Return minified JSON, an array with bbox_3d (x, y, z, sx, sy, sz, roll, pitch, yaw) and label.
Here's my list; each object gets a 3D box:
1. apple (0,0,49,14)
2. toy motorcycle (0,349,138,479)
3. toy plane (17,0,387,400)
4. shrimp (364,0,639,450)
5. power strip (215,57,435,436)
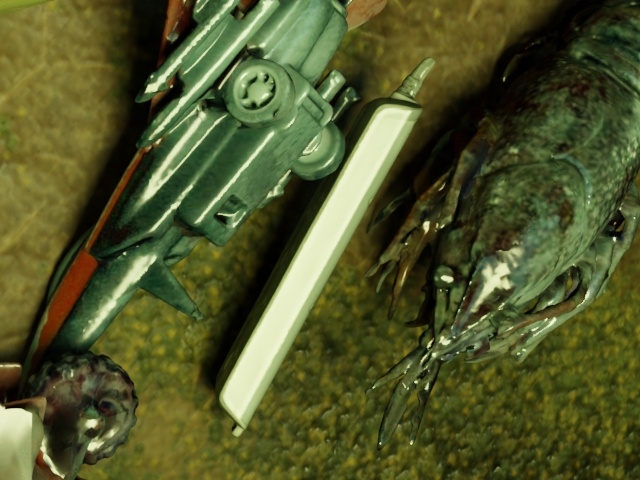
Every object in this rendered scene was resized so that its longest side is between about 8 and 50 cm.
[{"bbox_3d":[-0.181,-0.260,0.798,0.357,0.357,0.357,-7,103,-36],"label":"apple"},{"bbox_3d":[-0.199,0.125,1.015,0.213,0.084,0.118,-6,112,-23],"label":"toy motorcycle"},{"bbox_3d":[-0.069,-0.037,1.071,0.326,0.104,0.223,-62,155,-6],"label":"toy plane"},{"bbox_3d":[0.138,-0.006,1.203,0.172,0.137,0.372,39,73,-18],"label":"shrimp"},{"bbox_3d":[0.000,0.000,1.128,0.027,0.060,0.252,28,92,-7],"label":"power strip"}]
